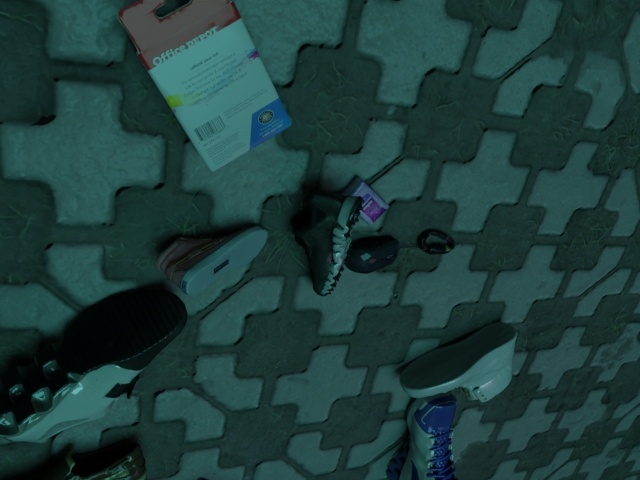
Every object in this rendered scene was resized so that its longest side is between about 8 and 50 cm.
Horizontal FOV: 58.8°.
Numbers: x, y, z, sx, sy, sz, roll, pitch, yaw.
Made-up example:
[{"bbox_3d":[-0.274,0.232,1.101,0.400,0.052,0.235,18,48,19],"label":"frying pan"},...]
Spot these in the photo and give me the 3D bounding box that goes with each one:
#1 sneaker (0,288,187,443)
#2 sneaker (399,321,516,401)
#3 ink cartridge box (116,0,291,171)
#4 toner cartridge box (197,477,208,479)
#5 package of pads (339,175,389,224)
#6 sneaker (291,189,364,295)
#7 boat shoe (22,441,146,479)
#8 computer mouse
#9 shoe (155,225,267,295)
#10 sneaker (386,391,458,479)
[{"bbox_3d":[-0.345,0.200,0.894,0.330,0.122,0.146,-32,145,-7],"label":"sneaker"},{"bbox_3d":[0.318,0.316,1.274,0.292,0.108,0.169,-21,122,-15],"label":"sneaker"},{"bbox_3d":[-0.150,-0.224,0.742,0.134,0.078,0.231,-32,127,-6],"label":"ink cartridge box"},{"bbox_3d":[-0.138,0.642,1.213,0.075,0.165,0.348,-46,127,5],"label":"toner cartridge box"},{"bbox_3d":[0.074,-0.068,0.973,0.050,0.032,0.083,-45,127,8],"label":"package of pads"},{"bbox_3d":[0.000,0.000,0.954,0.106,0.078,0.234,23,138,9],"label":"sneaker"},{"bbox_3d":[-0.437,0.407,0.985,0.257,0.095,0.095,-7,107,-29],"label":"boat shoe"},{"bbox_3d":[0.155,0.023,1.062,0.242,0.041,0.071,-8,121,-22],"label":"computer mouse"},{"bbox_3d":[-0.168,0.013,0.888,0.178,0.081,0.064,-37,148,-39],"label":"shoe"},{"bbox_3d":[0.273,0.518,1.326,0.127,0.182,0.316,-2,120,-27],"label":"sneaker"}]
